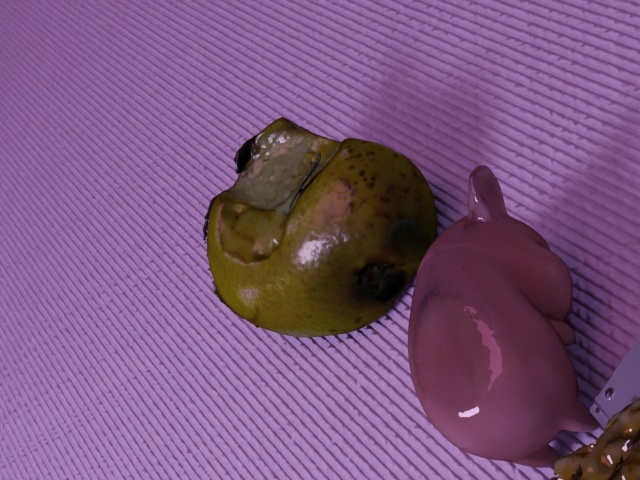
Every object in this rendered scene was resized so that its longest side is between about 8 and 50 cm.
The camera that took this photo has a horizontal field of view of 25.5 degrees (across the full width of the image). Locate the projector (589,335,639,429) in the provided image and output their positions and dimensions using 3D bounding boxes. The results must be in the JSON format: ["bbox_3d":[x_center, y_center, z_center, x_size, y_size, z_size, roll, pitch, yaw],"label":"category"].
[{"bbox_3d":[0.292,0.135,1.123,0.115,0.061,0.147,-58,31,11],"label":"projector"}]

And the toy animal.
[{"bbox_3d":[0.154,0.081,1.275,0.166,0.154,0.250,-48,31,37],"label":"toy animal"}]

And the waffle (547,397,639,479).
[{"bbox_3d":[0.227,0.202,0.970,0.297,0.073,0.317,-39,20,28],"label":"waffle"}]

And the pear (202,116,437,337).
[{"bbox_3d":[0.000,0.000,1.553,0.255,0.164,0.238,22,84,57],"label":"pear"}]
